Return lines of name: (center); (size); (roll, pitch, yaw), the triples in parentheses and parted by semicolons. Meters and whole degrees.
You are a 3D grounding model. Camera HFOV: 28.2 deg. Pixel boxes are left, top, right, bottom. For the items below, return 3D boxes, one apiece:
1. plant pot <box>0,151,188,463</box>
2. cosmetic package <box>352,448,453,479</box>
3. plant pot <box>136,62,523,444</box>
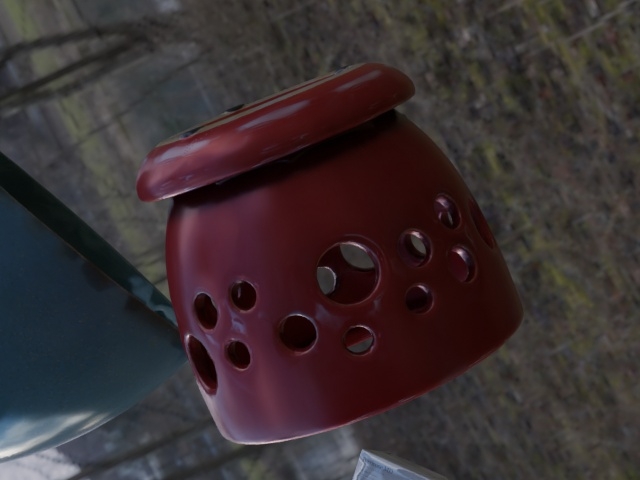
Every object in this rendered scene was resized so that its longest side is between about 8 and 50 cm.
plant pot: (-0.256, 0.053, 0.929); (0.290, 0.195, 0.290); (41, 177, 3)
cosmetic package: (0.134, 0.287, 1.222); (0.239, 0.099, 0.060); (19, -178, 35)
plant pot: (0.000, 0.000, 0.729); (0.191, 0.191, 0.174); (-153, 42, -78)
